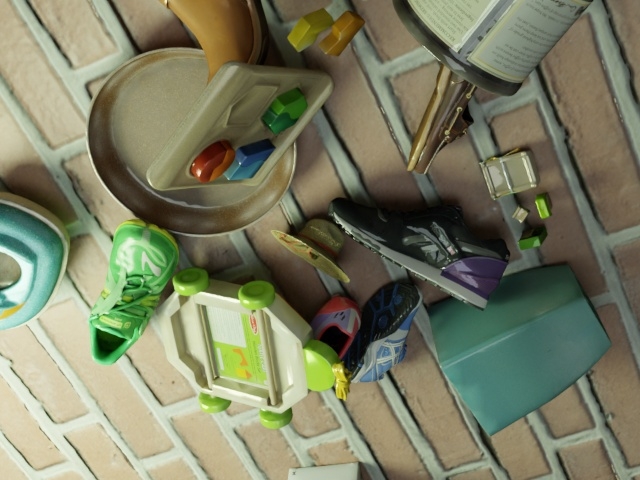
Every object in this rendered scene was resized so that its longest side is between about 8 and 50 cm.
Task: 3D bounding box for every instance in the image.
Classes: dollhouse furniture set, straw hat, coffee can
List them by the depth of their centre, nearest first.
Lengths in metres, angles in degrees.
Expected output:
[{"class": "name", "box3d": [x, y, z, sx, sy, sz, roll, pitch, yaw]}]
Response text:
[{"class": "coffee can", "box3d": [0.249, -0.344, 1.269, 0.202, 0.201, 0.275, 31, 120, -15]}, {"class": "dollhouse furniture set", "box3d": [0.301, -0.066, 1.553, 0.076, 0.058, 0.151, -16, 101, 24]}, {"class": "straw hat", "box3d": [0.000, 0.000, 1.595, 0.144, 0.144, 0.061, 37, 79, -18]}]

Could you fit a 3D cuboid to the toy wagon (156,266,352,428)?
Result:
[{"class": "toy wagon", "box3d": [-0.100, 0.179, 1.657, 0.345, 0.068, 0.267, 10, 126, 24]}]

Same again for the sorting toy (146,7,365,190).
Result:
[{"class": "sorting toy", "box3d": [-0.070, -0.177, 1.366, 0.041, 0.229, 0.307, 50, 117, 21]}]

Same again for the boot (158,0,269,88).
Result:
[{"class": "boot", "box3d": [-0.167, -0.309, 1.366, 0.220, 0.109, 0.283, 21, 109, -1]}]

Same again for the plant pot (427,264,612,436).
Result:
[{"class": "plant pot", "box3d": [0.316, 0.152, 1.619, 0.234, 0.165, 0.165, -29, 116, 13]}]

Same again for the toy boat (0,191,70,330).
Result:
[{"class": "toy boat", "box3d": [-0.564, 0.028, 1.618, 0.318, 0.148, 0.267, 24, 122, -11]}]

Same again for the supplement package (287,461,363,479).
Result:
[{"class": "supplement package", "box3d": [0.024, 0.545, 1.910, 0.139, 0.133, 0.244, -8, 122, 10]}]

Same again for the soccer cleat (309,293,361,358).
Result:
[{"class": "soccer cleat", "box3d": [-0.014, 0.193, 1.707, 0.083, 0.095, 0.248, 29, 121, -13]}]

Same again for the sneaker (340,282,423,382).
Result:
[{"class": "sneaker", "box3d": [0.108, 0.151, 1.692, 0.081, 0.080, 0.211, 14, 126, -32]}]

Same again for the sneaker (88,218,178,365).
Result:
[{"class": "sneaker", "box3d": [-0.298, 0.090, 1.638, 0.110, 0.123, 0.295, 16, 130, -9]}]

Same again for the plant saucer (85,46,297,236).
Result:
[{"class": "plant saucer", "box3d": [-0.187, -0.147, 1.530, 0.311, 0.050, 0.310, 2, 123, 3]}]

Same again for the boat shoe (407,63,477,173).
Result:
[{"class": "boat shoe", "box3d": [0.182, -0.178, 1.460, 0.073, 0.073, 0.207, 18, 123, -4]}]

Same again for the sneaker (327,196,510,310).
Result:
[{"class": "sneaker", "box3d": [0.152, -0.014, 1.575, 0.283, 0.107, 0.124, 29, 92, -5]}]
